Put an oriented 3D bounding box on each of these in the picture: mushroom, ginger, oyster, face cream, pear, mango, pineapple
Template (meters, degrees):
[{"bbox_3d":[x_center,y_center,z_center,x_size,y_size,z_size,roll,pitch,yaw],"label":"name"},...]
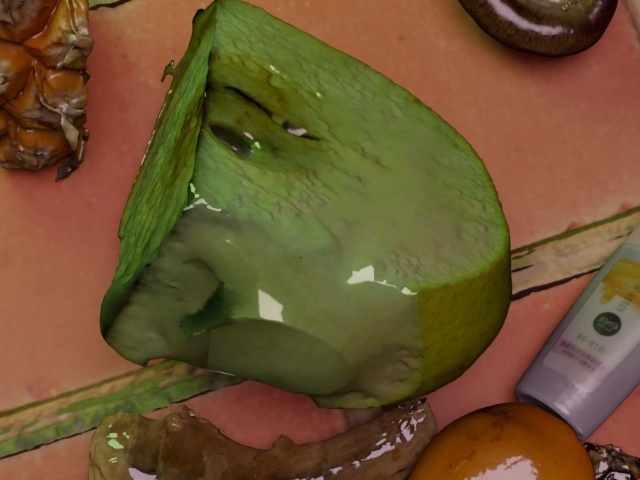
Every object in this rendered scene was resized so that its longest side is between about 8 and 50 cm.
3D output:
[{"bbox_3d":[0.171,-0.269,1.109,0.148,0.217,0.227,-18,79,-10],"label":"mushroom"},{"bbox_3d":[-0.074,0.185,1.047,0.334,0.081,0.148,-11,77,-14],"label":"ginger"},{"bbox_3d":[0.236,0.198,1.098,0.132,0.029,0.086,8,76,-3],"label":"oyster"},{"bbox_3d":[0.233,0.061,1.111,0.084,0.057,0.198,31,72,33],"label":"face cream"},{"bbox_3d":[0.000,0.000,1.047,0.282,0.176,0.286,19,39,-15],"label":"pear"},{"bbox_3d":[0.116,0.222,1.043,0.145,0.112,0.219,29,87,-9],"label":"mango"},{"bbox_3d":[-0.227,-0.163,1.084,0.115,0.236,0.186,-3,37,-11],"label":"pineapple"}]
